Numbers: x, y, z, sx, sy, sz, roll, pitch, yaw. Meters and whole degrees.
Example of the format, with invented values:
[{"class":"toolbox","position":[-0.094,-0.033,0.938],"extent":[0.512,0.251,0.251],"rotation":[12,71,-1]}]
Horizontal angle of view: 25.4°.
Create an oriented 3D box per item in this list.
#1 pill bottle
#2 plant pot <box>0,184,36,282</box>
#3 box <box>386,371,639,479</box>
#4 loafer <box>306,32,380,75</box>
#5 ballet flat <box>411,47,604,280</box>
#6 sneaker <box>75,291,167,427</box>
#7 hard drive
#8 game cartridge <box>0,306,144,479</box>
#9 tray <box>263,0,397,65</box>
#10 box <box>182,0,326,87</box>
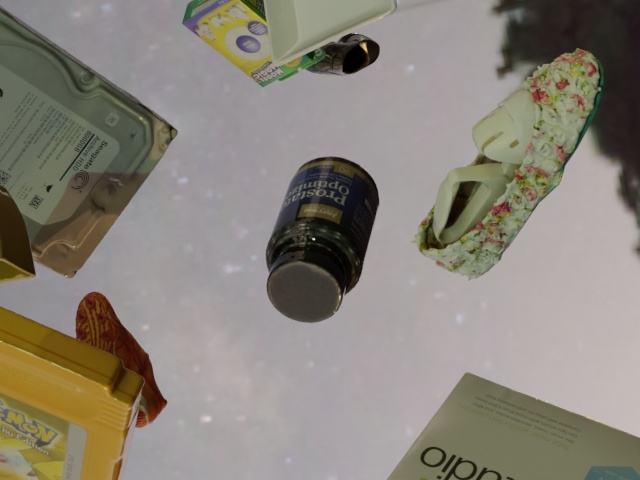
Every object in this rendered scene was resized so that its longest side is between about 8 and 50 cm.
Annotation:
[{"class":"pill bottle","position":[0.000,0.000,1.771],"extent":[0.219,0.122,0.123],"rotation":[-73,-35,-53]},{"class":"plant pot","position":[-0.302,-0.009,1.239],"extent":[0.081,0.081,0.083],"rotation":[52,-150,-73]},{"class":"box","position":[0.141,0.250,1.074],"extent":[0.322,0.232,0.058],"rotation":[-48,-33,-41]},{"class":"loafer","position":[0.045,-0.265,2.072],"extent":[0.170,0.061,0.062],"rotation":[-24,-53,-53]},{"class":"ballet flat","position":[0.149,-0.058,1.174],"extent":[0.077,0.241,0.091],"rotation":[8,-140,-23]},{"class":"sneaker","position":[-0.242,0.140,1.704],"extent":[0.067,0.064,0.175],"rotation":[-43,-64,-58]},{"class":"hard drive","position":[-0.356,-0.120,1.666],"extent":[0.339,0.237,0.064],"rotation":[35,-177,-44]},{"class":"game cartridge","position":[-0.338,0.179,1.506],"extent":[0.324,0.285,0.053],"rotation":[109,-175,-53]},{"class":"tray","position":[0.002,-0.311,1.475],"extent":[0.030,0.145,0.270],"rotation":[33,-139,-51]},{"class":"box","position":[-0.087,-0.274,1.915],"extent":[0.179,0.105,0.043],"rotation":[34,-130,-32]}]
